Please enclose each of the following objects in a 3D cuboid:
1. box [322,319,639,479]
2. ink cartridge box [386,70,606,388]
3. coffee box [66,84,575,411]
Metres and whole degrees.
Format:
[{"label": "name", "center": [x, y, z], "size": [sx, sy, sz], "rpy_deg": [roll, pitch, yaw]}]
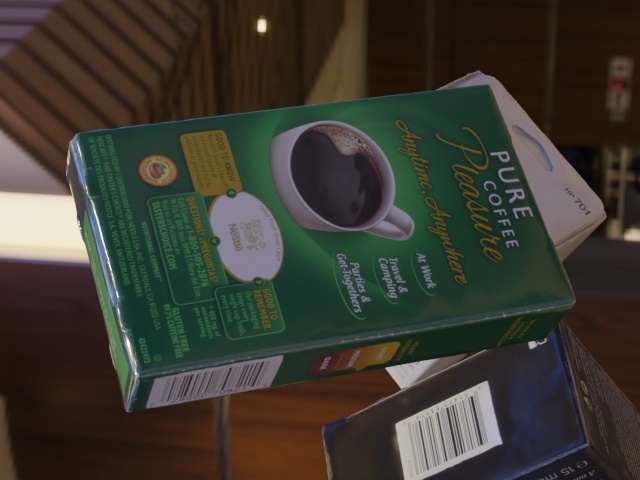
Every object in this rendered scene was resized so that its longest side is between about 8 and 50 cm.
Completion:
[{"label": "box", "center": [0.110, 0.147, 0.820], "size": [0.158, 0.156, 0.093], "rpy_deg": [45, -154, -39]}, {"label": "ink cartridge box", "center": [0.089, -0.004, 1.032], "size": [0.082, 0.140, 0.191], "rpy_deg": [-27, -18, -43]}, {"label": "coffee box", "center": [0.000, 0.000, 0.582], "size": [0.040, 0.184, 0.113], "rpy_deg": [112, 144, -56]}]
